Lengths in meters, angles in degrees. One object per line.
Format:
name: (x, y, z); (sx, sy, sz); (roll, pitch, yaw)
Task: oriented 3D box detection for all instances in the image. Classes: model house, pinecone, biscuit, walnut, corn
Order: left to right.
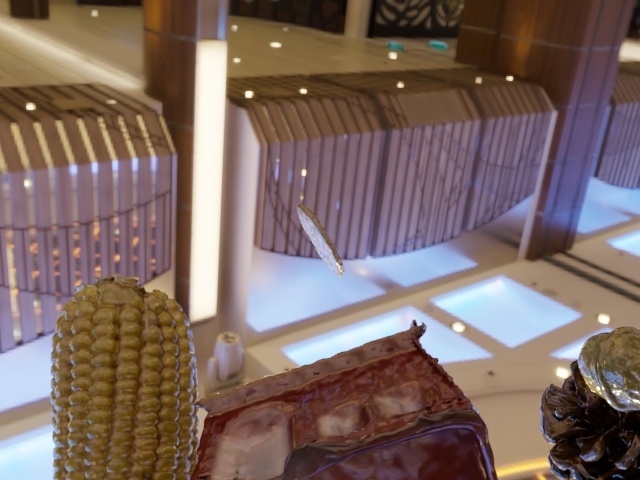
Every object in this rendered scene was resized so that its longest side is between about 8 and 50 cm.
corn: (-0.178, 0.220, 0.663); (0.143, 0.387, 0.144); (-9, 163, -3)
biscuit: (0.000, 0.000, 0.998); (0.015, 0.120, 0.120); (-31, -148, -8)
model house: (0.014, 0.164, 0.535); (0.196, 0.160, 0.254); (-20, -169, 1)
walnut: (0.300, 0.125, 0.688); (0.092, 0.092, 0.092); (5, -157, -2)
pinecone: (0.396, 0.263, 0.876); (0.244, 0.309, 0.244); (-29, -151, 18)
